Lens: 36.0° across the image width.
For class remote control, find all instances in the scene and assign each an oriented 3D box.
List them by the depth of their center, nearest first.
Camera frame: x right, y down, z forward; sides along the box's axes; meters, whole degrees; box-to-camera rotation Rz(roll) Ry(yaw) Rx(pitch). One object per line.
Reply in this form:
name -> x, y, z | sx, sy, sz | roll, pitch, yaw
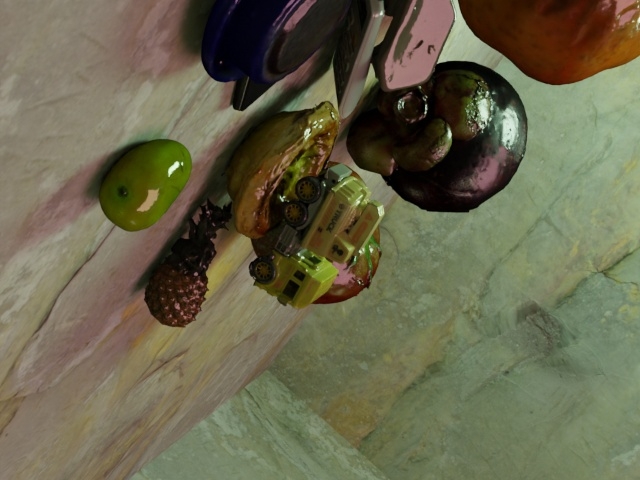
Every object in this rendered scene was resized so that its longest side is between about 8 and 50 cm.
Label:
remote control -> 0.069, -0.332, 1.682 | 0.055, 0.109, 0.313 | 0, 155, -11

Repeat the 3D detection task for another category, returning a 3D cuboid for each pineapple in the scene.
pineapple -> -0.229, 0.038, 1.772 | 0.251, 0.125, 0.125 | -59, 168, 23

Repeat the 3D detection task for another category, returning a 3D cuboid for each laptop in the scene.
laptop -> -0.053, -0.294, 1.514 | 0.207, 0.026, 0.154 | -45, 169, -30

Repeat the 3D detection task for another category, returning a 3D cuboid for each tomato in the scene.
tomato -> -0.017, -0.013, 2.026 | 0.239, 0.303, 0.303 | -7, -171, 24

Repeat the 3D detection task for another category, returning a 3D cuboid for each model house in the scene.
model house -> 0.148, -0.385, 1.728 | 0.229, 0.122, 0.188 | -68, -156, 20

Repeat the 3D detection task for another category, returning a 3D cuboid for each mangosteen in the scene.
mangosteen -> 0.283, -0.236, 2.330 | 0.421, 0.381, 0.381 | -19, 151, -47

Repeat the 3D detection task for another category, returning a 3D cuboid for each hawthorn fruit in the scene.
hawthorn fruit -> 0.489, -0.546, 1.908 | 0.472, 0.472, 0.472 | -48, 171, -10

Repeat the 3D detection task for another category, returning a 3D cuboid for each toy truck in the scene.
toy truck -> 0.000, 0.000, 1.790 | 0.272, 0.157, 0.124 | -60, 166, 24

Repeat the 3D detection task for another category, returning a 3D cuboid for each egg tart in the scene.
egg tart -> -0.076, -0.140, 1.757 | 0.290, 0.115, 0.290 | -52, 170, -14

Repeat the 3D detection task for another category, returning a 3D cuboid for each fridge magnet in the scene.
fridge magnet -> -0.046, -0.301, 1.244 | 0.265, 0.113, 0.265 | -46, 170, -10

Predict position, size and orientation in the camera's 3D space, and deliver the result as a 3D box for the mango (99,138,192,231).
mango -> -0.236, -0.083, 1.341 | 0.163, 0.089, 0.117 | -58, 170, -40
